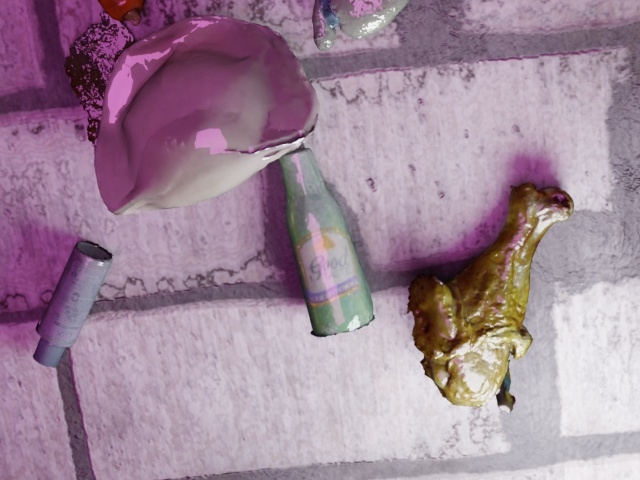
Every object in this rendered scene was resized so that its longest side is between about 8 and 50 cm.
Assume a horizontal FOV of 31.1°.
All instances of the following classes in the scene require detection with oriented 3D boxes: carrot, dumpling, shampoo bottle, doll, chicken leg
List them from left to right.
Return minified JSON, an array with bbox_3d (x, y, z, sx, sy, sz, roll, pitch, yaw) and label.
[{"bbox_3d":[-0.403,0.106,1.847,0.072,0.072,0.214,26,106,-4],"label":"shampoo bottle"},{"bbox_3d":[-0.349,-0.418,1.702,0.061,0.061,0.257,-42,90,14],"label":"carrot"},{"bbox_3d":[-0.193,-0.189,1.703,0.341,0.181,0.260,-24,83,39],"label":"dumpling"},{"bbox_3d":[0.070,-0.359,1.675,0.214,0.071,0.103,-37,102,9],"label":"doll"},{"bbox_3d":[0.242,0.077,1.767,0.211,0.140,0.361,10,97,-21],"label":"chicken leg"}]

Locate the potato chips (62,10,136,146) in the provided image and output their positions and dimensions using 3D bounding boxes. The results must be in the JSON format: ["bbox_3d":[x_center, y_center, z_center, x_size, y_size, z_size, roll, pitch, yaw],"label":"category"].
[{"bbox_3d":[-0.330,-0.242,1.762,0.142,0.026,0.209,18,107,1],"label":"potato chips"}]

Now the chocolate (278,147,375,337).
[{"bbox_3d":[0.000,0.000,1.776,0.110,0.110,0.291,-14,103,8],"label":"chocolate"}]
